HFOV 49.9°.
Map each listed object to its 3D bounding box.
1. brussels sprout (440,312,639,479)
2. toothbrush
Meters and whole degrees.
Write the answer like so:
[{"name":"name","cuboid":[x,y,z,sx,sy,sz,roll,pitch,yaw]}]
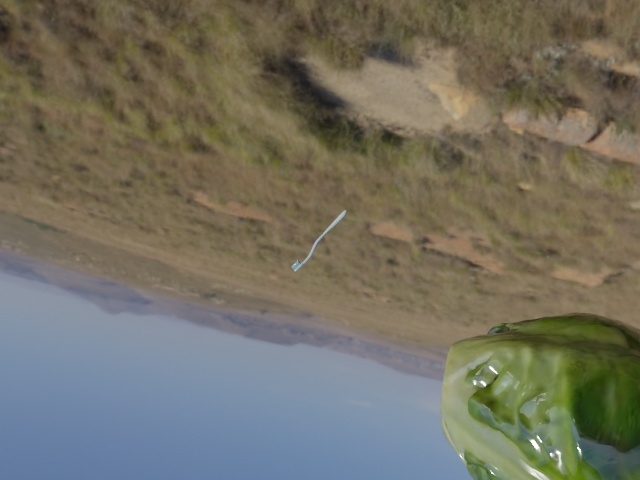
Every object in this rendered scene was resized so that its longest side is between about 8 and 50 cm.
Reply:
[{"name":"brussels sprout","cuboid":[0.236,0.177,0.651,0.271,0.219,0.210,18,-165,30]},{"name":"toothbrush","cuboid":[0.000,0.000,1.123,0.013,0.131,0.011,43,-175,4]}]
